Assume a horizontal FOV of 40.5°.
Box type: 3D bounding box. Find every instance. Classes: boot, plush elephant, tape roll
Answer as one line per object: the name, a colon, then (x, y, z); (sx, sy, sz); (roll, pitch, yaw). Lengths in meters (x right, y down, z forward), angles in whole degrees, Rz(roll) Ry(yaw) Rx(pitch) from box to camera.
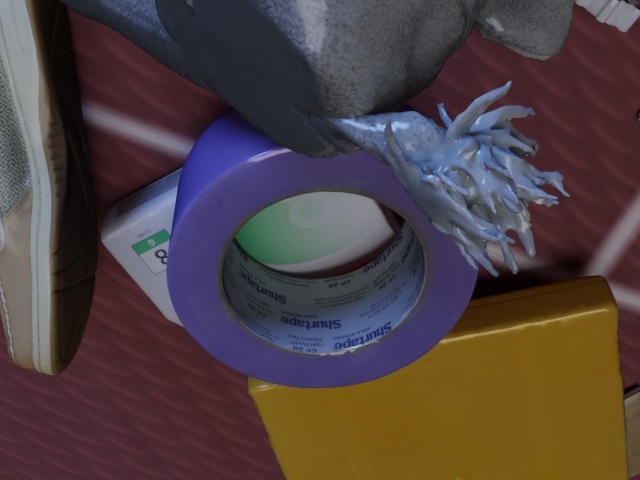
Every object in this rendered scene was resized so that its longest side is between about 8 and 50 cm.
boot: (-0.254, -0.039, 0.542); (0.203, 0.095, 0.262); (-3, 106, 0)
plush elephant: (0.041, -0.180, 0.414); (0.330, 0.255, 0.272); (41, 162, 9)
tape roll: (0.000, 0.000, 0.551); (0.189, 0.080, 0.189); (-2, 125, -3)

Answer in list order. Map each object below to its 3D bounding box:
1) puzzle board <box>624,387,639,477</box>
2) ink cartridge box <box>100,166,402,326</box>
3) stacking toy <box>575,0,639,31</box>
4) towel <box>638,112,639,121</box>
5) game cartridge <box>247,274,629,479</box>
puzzle board: (0.255, 0.190, 0.791); (0.128, 0.011, 0.096); (-34, 120, 19)
ink cartridge box: (-0.023, 0.028, 0.647); (0.181, 0.056, 0.225); (-26, 119, 14)
stacking toy: (0.279, -0.161, 0.494); (0.221, 0.052, 0.167); (28, 131, -6)
towel: (0.270, -0.090, 0.606); (0.083, 0.009, 0.060); (-33, 118, 18)
game cartridge: (0.114, 0.185, 0.742); (0.285, 0.053, 0.324); (-12, 125, 7)
